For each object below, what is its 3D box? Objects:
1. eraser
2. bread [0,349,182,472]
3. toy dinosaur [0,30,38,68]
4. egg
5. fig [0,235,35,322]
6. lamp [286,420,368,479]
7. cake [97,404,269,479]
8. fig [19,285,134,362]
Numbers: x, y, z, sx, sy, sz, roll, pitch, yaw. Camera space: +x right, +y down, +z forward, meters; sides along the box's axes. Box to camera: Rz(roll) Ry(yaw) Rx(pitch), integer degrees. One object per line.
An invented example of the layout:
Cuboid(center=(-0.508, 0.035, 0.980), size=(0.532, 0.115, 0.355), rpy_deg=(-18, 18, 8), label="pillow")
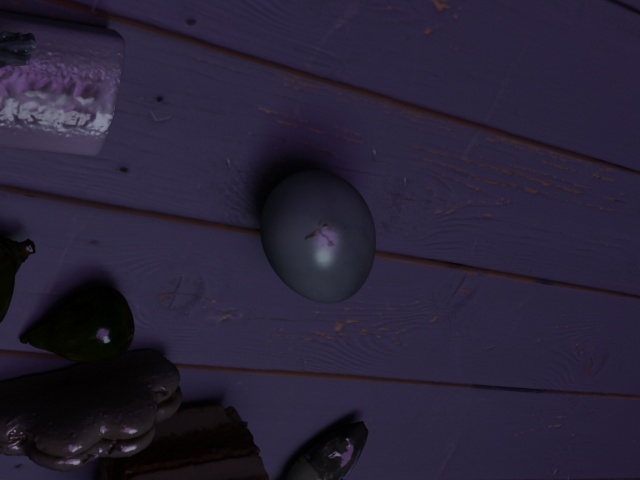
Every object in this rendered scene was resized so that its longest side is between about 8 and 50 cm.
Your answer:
Cuboid(center=(-0.400, -0.204, 1.296), size=(0.270, 0.095, 0.174), rpy_deg=(2, 118, -34), label="eraser")
Cuboid(center=(-0.374, 0.278, 1.612), size=(0.337, 0.183, 0.102), rpy_deg=(-11, 119, -27), label="bread")
Cuboid(center=(-0.470, -0.097, 1.183), size=(0.383, 0.129, 0.076), rpy_deg=(-40, 129, 7), label="toy dinosaur")
Cuboid(center=(0.000, 0.000, 1.635), size=(0.183, 0.183, 0.264), rpy_deg=(-30, 139, -9), label="egg")
Cuboid(center=(-0.493, 0.055, 1.375), size=(0.245, 0.195, 0.195), rpy_deg=(-18, 138, -59), label="fig")
Cuboid(center=(0.004, 0.461, 2.038), size=(0.250, 0.101, 0.101), rpy_deg=(-43, 134, -3), label="lamp")
Cuboid(center=(-0.244, 0.465, 1.752), size=(0.282, 0.290, 0.256), rpy_deg=(-3, 122, -30), label="cake")
Cuboid(center=(-0.378, 0.143, 1.566), size=(0.177, 0.117, 0.117), rpy_deg=(-18, 131, -7), label="fig")
